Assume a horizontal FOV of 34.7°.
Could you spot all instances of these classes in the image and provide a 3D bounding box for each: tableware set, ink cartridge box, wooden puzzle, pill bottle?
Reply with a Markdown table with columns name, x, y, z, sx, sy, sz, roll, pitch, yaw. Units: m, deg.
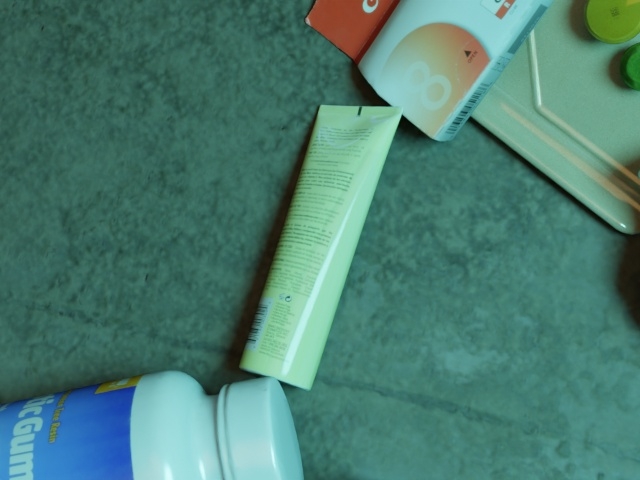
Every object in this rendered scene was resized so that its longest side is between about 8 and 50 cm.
| name | x | y | z | sx | sy | sz | roll | pitch | yaw |
| --- | --- | --- | --- | --- | --- | --- | --- | --- | --- |
| tableware set | 0.243 | -0.196 | 0.768 | 0.104 | 0.024 | 0.154 | -28 | 86 | 28 |
| ink cartridge box | 0.078 | -0.191 | 0.838 | 0.179 | 0.045 | 0.145 | 42 | 111 | 18 |
| wooden puzzle | 0.239 | -0.160 | 0.811 | 0.221 | 0.044 | 0.238 | 41 | 111 | 14 |
| pill bottle | -0.155 | 0.181 | 0.769 | 0.272 | 0.152 | 0.152 | -13 | 76 | 5 |

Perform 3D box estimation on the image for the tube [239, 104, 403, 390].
| name | x | y | z | sx | sy | sz | roll | pitch | yaw |
| --- | --- | --- | --- | --- | --- | --- | --- | --- | --- |
| tube | 0.000 | 0.000 | 0.833 | 0.070 | 0.062 | 0.240 | 16 | 80 | 2 |

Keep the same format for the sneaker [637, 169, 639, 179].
| name | x | y | z | sx | sy | sz | roll | pitch | yaw |
| --- | --- | --- | --- | --- | --- | --- | --- | --- | --- |
| sneaker | 0.314 | 0.058 | 0.756 | 0.129 | 0.111 | 0.297 | -9 | 87 | 33 |
